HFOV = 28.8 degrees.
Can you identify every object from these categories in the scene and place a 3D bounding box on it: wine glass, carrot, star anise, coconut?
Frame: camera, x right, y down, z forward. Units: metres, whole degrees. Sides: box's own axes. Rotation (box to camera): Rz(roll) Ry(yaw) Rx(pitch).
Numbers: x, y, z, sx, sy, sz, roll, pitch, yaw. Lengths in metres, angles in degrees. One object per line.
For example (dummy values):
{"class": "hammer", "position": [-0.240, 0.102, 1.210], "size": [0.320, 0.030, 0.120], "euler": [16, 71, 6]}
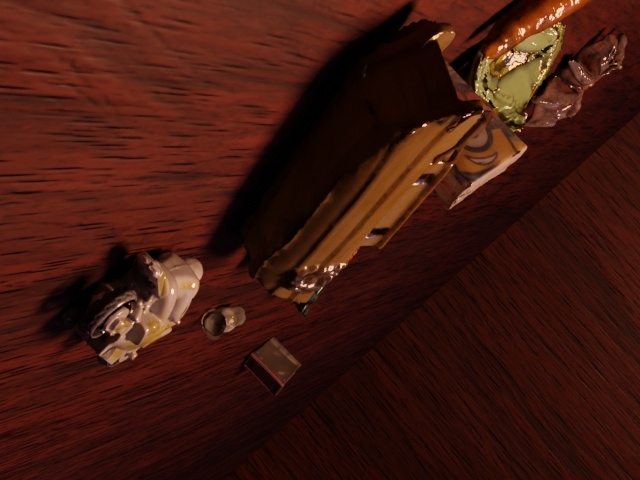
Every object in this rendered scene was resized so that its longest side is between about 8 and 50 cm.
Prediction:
{"class": "wine glass", "position": [-0.132, 0.111, 1.719], "size": [0.039, 0.042, 0.083], "euler": [-12, 180, 17]}
{"class": "carrot", "position": [0.280, -0.285, 1.459], "size": [0.248, 0.059, 0.059], "euler": [-34, 169, -10]}
{"class": "star anise", "position": [0.407, -0.251, 2.015], "size": [0.208, 0.063, 0.172], "euler": [-46, 167, 30]}
{"class": "coconut", "position": [0.228, -0.199, 1.523], "size": [0.158, 0.055, 0.133], "euler": [-27, 132, -27]}

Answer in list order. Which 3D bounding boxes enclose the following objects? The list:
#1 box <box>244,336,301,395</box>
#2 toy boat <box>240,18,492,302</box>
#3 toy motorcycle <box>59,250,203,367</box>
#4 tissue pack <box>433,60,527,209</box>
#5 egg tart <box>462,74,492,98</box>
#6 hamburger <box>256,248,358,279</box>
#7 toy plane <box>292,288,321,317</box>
{"class": "box", "position": [-0.084, 0.225, 2.244], "size": [0.063, 0.084, 0.060], "euler": [-40, 170, -30]}
{"class": "toy boat", "position": [0.041, -0.064, 1.328], "size": [0.162, 0.136, 0.445], "euler": [-5, 153, -30]}
{"class": "toy motorcycle", "position": [-0.181, 0.065, 1.270], "size": [0.151, 0.074, 0.228], "euler": [-40, 168, -14]}
{"class": "tissue pack", "position": [0.139, -0.121, 1.392], "size": [0.109, 0.148, 0.060], "euler": [-33, 166, -36]}
{"class": "egg tart", "position": [0.196, -0.181, 1.617], "size": [0.129, 0.049, 0.129], "euler": [-33, 172, -6]}
{"class": "hamburger", "position": [0.000, 0.000, 1.578], "size": [0.137, 0.087, 0.166], "euler": [-28, 164, -50]}
{"class": "toy plane", "position": [-0.015, 0.058, 1.856], "size": [0.096, 0.060, 0.235], "euler": [-47, 173, -5]}
